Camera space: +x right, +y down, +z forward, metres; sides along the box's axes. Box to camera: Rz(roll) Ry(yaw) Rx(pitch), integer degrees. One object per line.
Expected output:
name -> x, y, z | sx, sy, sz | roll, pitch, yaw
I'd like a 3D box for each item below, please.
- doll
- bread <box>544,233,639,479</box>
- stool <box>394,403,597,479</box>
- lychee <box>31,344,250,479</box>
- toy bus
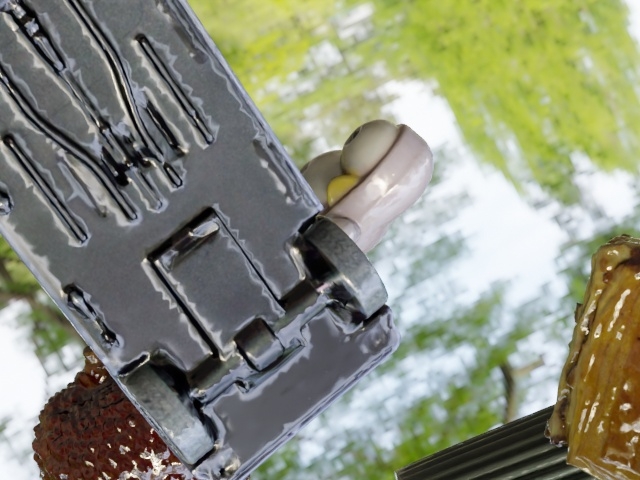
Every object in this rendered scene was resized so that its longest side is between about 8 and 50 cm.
doll -> 0.001, 0.001, 1.263 | 0.160, 0.094, 0.365 | -46, -174, 39
bread -> 0.432, 0.158, 1.689 | 0.324, 0.277, 0.167 | 19, -164, 19
stool -> 0.295, 0.387, 2.113 | 0.330, 0.297, 0.297 | -19, -169, -1
lychee -> -0.216, 0.249, 1.912 | 0.276, 0.304, 0.276 | -24, -157, 11
toy bus -> -0.094, -0.037, 0.678 | 0.125, 0.292, 0.133 | -39, -154, -11
